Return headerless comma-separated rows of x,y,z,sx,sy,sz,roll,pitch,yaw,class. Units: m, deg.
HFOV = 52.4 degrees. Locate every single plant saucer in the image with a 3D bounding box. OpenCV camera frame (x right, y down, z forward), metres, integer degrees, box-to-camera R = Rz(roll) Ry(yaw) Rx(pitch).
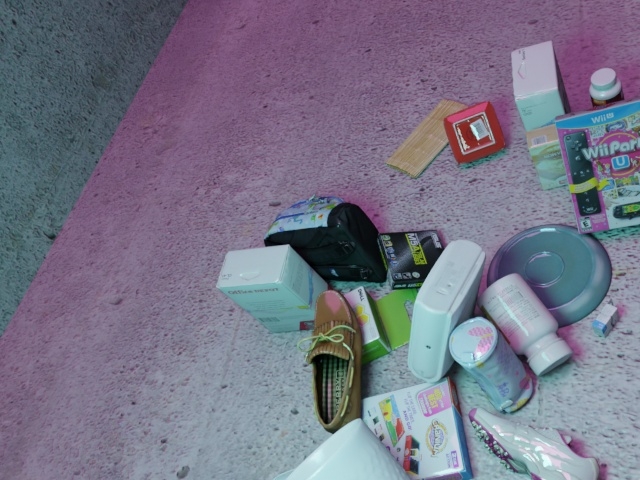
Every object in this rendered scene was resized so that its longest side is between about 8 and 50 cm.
0.586,0.081,1.698,0.318,0.043,0.317,-17,50,22,plant saucer

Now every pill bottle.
0.813,-0.411,1.847,0.086,0.152,0.086,-18,49,22,pill bottle
0.496,0.205,1.574,0.131,0.131,0.229,-35,63,5,pill bottle

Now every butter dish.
0.484,-0.334,2.035,0.160,0.118,0.160,-19,91,20,butter dish

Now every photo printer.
0.307,0.185,1.602,0.107,0.307,0.256,21,49,22,photo printer

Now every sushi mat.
0.368,-0.345,2.177,0.316,0.019,0.151,-47,44,-8,sushi mat

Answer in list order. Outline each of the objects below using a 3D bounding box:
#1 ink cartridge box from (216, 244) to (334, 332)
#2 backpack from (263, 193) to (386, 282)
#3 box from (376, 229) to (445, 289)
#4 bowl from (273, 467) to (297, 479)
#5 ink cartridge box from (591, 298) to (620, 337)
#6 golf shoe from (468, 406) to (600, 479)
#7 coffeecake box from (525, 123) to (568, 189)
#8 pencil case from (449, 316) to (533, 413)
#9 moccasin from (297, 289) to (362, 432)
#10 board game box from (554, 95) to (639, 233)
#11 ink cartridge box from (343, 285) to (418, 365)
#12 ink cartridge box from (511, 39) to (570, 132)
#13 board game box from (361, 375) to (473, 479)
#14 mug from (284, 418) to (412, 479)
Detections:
-0.119,0.148,1.913,0.226,0.306,0.131,-7,54,28,ink cartridge box
0.000,0.000,1.997,0.355,0.290,0.273,-16,41,31,backpack
0.270,0.053,1.859,0.184,0.045,0.190,-4,48,-8,box
-0.053,0.659,1.661,0.142,0.053,0.142,-23,48,16,bowl
0.685,0.184,1.550,0.028,0.048,0.083,30,77,43,ink cartridge box
0.472,0.461,1.449,0.140,0.115,0.306,-41,51,-15,golf shoe
0.660,-0.235,1.788,0.142,0.185,0.068,-15,49,24,coffeecake box
0.395,0.292,1.503,0.113,0.273,0.124,11,61,44,pencil case
0.026,0.303,1.688,0.139,0.147,0.380,-9,62,24,moccasin
0.731,-0.187,1.631,0.224,0.303,0.097,-12,13,25,board game box
0.158,0.218,1.831,0.255,0.097,0.189,-28,46,13,ink cartridge box
0.638,-0.393,1.857,0.117,0.278,0.201,-11,52,26,ink cartridge box
0.197,0.495,1.616,0.316,0.064,0.242,-19,49,20,board game box
0.070,0.632,1.444,0.276,0.328,0.374,-34,-10,-48,mug
